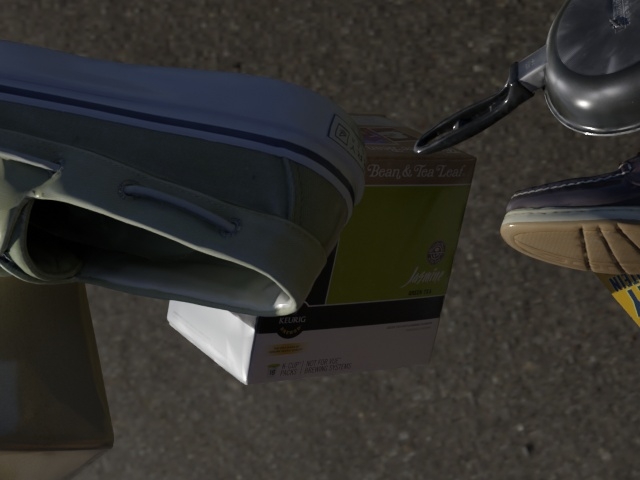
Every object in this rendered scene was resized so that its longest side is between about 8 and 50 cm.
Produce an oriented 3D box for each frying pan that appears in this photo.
[{"bbox_3d":[0.220,-0.176,1.139,0.326,0.053,0.197,0,60,46],"label":"frying pan"}]

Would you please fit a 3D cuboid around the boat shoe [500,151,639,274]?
[{"bbox_3d":[0.274,-0.034,0.958,0.285,0.103,0.092,-4,67,27],"label":"boat shoe"}]

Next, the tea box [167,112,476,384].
[{"bbox_3d":[0.000,0.000,1.816,0.220,0.329,0.324,32,115,47],"label":"tea box"}]

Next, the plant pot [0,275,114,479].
[{"bbox_3d":[-0.179,0.074,0.683,0.109,0.096,0.109,-39,60,52],"label":"plant pot"}]

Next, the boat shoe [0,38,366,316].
[{"bbox_3d":[-0.129,-0.029,0.618,0.302,0.094,0.109,4,144,24],"label":"boat shoe"}]

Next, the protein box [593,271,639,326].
[{"bbox_3d":[0.478,-0.002,1.751,0.200,0.201,0.136,49,140,-9],"label":"protein box"}]
